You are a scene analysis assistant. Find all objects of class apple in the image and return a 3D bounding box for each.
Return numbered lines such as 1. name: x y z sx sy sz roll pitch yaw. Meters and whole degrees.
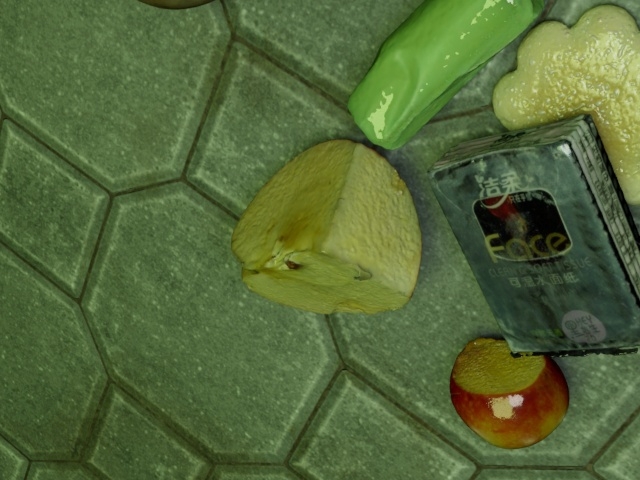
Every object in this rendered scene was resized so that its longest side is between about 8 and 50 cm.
1. apple: 0.000 0.000 1.472 0.309 0.252 0.314 -14 98 56

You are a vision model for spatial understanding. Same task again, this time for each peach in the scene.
1. peach: 0.312 0.249 1.435 0.192 0.190 0.190 52 126 5

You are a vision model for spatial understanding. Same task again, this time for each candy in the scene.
1. candy: 0.181 -0.288 1.304 0.142 0.132 0.343 39 127 -9

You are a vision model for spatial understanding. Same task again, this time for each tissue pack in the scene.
1. tissue pack: 0.346 0.003 1.304 0.259 0.122 0.361 -9 117 44

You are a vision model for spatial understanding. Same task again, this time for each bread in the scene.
1. bread: 0.404 -0.188 1.266 0.316 0.054 0.316 14 119 27

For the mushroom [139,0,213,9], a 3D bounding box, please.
1. mushroom: -0.253 -0.539 1.408 0.290 0.293 0.292 55 134 40
